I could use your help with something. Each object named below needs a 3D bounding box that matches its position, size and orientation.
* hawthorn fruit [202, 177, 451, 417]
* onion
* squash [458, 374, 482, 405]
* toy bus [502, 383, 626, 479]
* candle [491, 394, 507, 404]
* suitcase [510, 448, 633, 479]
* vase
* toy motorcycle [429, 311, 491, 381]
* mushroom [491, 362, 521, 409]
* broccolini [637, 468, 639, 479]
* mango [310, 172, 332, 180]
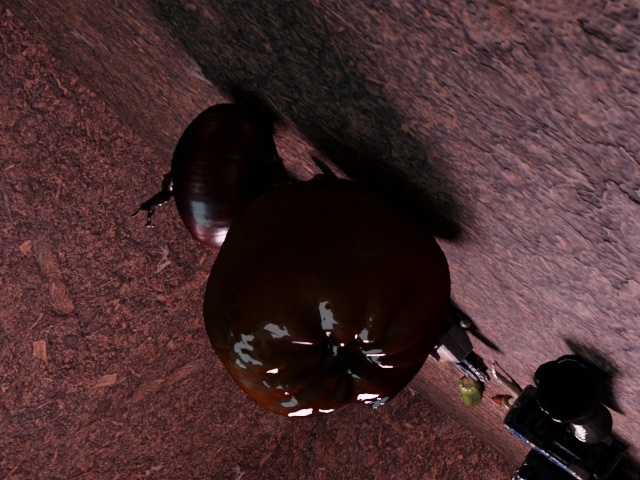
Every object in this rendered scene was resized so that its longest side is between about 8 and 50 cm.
[{"bbox_3d":[0.009,0.066,1.383,0.403,0.403,0.403,39,172,7],"label":"hawthorn fruit"},{"bbox_3d":[-0.192,-0.110,1.528,0.285,0.273,0.273,-3,160,10],"label":"onion"},{"bbox_3d":[0.423,0.422,2.404,0.066,0.066,0.229,36,172,22],"label":"squash"},{"bbox_3d":[0.512,0.419,1.809,0.234,0.116,0.133,34,174,24],"label":"toy bus"},{"bbox_3d":[0.490,0.431,2.310,0.026,0.021,0.167,59,176,10],"label":"candle"},{"bbox_3d":[0.533,0.616,1.950,0.229,0.152,0.335,28,139,19],"label":"suitcase"},{"bbox_3d":[0.444,0.282,1.458,0.115,0.115,0.237,34,174,36],"label":"vase"},{"bbox_3d":[0.248,0.192,1.822,0.307,0.108,0.173,47,175,-30],"label":"toy motorcycle"},{"bbox_3d":[0.454,0.362,2.058,0.068,0.043,0.306,9,159,20],"label":"mushroom"},{"bbox_3d":[0.735,0.544,1.831,0.057,0.071,0.254,-15,149,26],"label":"broccolini"},{"bbox_3d":[0.015,-0.087,1.549,0.089,0.046,0.060,40,173,-36],"label":"mango"}]
